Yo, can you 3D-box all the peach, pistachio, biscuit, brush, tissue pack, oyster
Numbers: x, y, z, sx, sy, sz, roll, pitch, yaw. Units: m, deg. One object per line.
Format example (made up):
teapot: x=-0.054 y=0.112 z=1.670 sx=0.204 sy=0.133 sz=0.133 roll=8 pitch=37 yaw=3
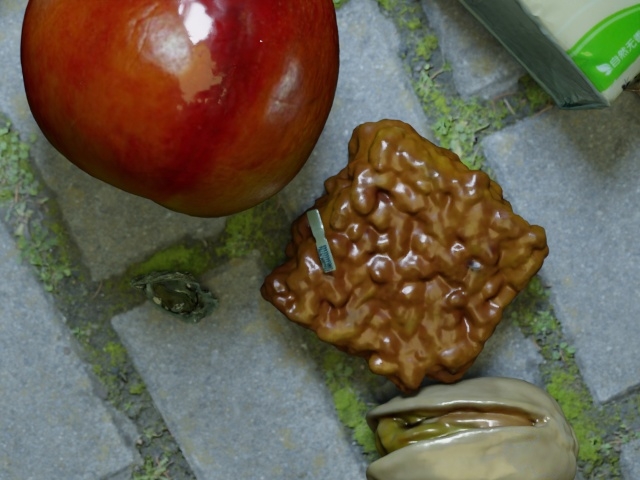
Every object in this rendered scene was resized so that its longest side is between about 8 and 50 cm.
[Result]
peach: x=-0.149 y=-0.227 z=1.171 sx=0.388 sy=0.388 sz=0.389 roll=-1 pitch=103 yaw=-5
pistachio: x=0.211 y=0.285 z=1.413 sx=0.299 sy=0.187 sz=0.188 roll=0 pitch=103 yaw=2
biscuit: x=0.118 y=0.029 z=1.374 sx=0.318 sy=0.110 sz=0.312 roll=33 pitch=97 yaw=-9
brush: x=0.000 y=0.000 z=1.311 sx=0.016 sy=0.013 sz=0.084 roll=-19 pitch=82 yaw=19
tissue pack: x=0.349 y=-0.411 z=1.223 sx=0.331 sy=0.205 sz=0.405 roll=43 pitch=89 yaw=-14
oyster: x=-0.197 y=0.074 z=1.402 sx=0.098 sy=0.037 sz=0.100 roll=-20 pitch=125 yaw=18

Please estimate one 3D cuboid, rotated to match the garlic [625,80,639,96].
garlic: x=0.493 y=-0.192 z=1.380 sx=0.152 sy=0.066 sz=0.084 roll=36 pitch=99 yaw=-14
